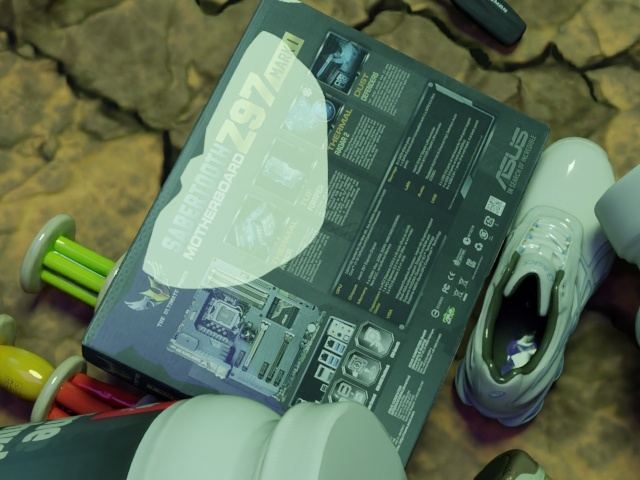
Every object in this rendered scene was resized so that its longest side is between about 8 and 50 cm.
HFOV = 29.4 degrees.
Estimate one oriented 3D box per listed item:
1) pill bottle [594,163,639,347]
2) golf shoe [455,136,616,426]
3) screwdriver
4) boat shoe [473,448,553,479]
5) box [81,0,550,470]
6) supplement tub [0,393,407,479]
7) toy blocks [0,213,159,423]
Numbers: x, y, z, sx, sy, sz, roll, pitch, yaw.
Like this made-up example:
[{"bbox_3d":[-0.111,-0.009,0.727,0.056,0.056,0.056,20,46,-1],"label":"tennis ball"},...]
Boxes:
[{"bbox_3d":[0.257,0.066,0.622,0.153,0.153,0.265,-25,75,-2],"label":"pill bottle"},{"bbox_3d":[0.128,0.016,0.681,0.069,0.086,0.176,17,76,10],"label":"golf shoe"},{"bbox_3d":[0.061,-0.181,0.747,0.170,0.024,0.025,44,87,-3],"label":"screwdriver"},{"bbox_3d":[0.071,0.204,0.652,0.072,0.068,0.190,43,84,-3],"label":"boat shoe"},{"bbox_3d":[0.000,0.000,0.682,0.183,0.059,0.233,26,73,-3],"label":"box"},{"bbox_3d":[-0.100,0.176,0.576,0.272,0.191,0.191,-11,75,18],"label":"supplement tub"},{"bbox_3d":[-0.115,0.068,0.703,0.148,0.054,0.123,27,78,9],"label":"toy blocks"}]
